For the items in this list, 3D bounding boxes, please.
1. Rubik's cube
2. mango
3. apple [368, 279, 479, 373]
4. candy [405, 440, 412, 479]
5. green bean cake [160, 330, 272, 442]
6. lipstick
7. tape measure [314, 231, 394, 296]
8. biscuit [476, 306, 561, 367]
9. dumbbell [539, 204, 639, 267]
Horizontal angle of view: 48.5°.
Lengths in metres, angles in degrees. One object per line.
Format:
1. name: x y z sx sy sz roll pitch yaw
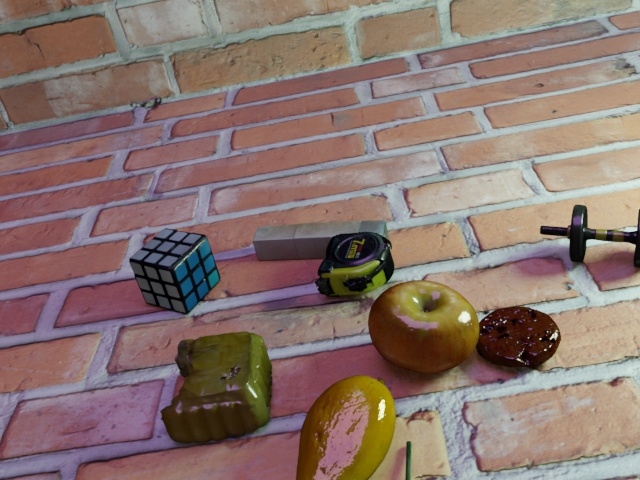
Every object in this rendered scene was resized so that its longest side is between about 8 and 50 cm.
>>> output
1. Rubik's cube: -0.391 0.080 1.924 0.163 0.162 0.160 9 39 31
2. mango: 0.045 0.382 1.378 0.177 0.119 0.316 13 46 22
3. apple: 0.224 0.194 1.550 0.235 0.173 0.210 26 45 31
4. candy: 0.164 0.468 1.267 0.091 0.083 0.305 -7 26 12
5. green bean cake: -0.230 0.313 1.564 0.233 0.124 0.236 -10 34 5
6. lipstick: 0.000 0.000 1.984 0.372 0.079 0.076 -3 36 16
7. tape measure: 0.098 0.064 1.832 0.186 0.112 0.199 -5 39 24
8. biscuit: 0.429 0.212 1.560 0.192 0.049 0.192 -6 29 3
9. dumbbell: 0.697 -0.012 1.709 0.326 0.143 0.143 5 38 24
